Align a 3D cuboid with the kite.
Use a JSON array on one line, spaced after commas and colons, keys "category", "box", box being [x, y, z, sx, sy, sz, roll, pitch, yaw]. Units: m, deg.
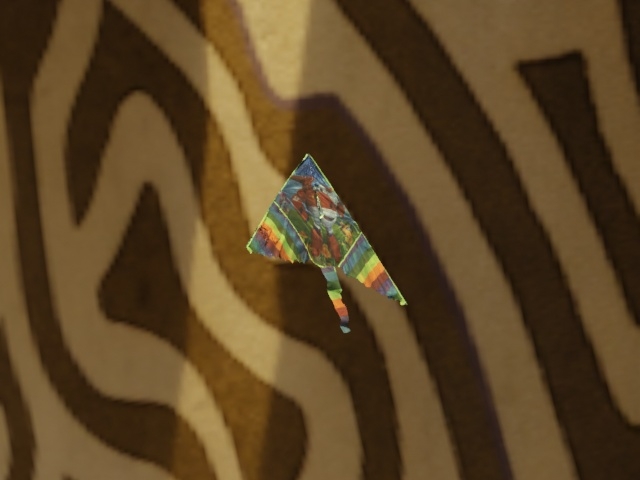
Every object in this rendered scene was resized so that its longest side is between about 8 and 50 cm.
[{"category": "kite", "box": [0.000, 0.000, 0.804, 0.004, 0.122, 0.090, -24, 69, 31]}]
